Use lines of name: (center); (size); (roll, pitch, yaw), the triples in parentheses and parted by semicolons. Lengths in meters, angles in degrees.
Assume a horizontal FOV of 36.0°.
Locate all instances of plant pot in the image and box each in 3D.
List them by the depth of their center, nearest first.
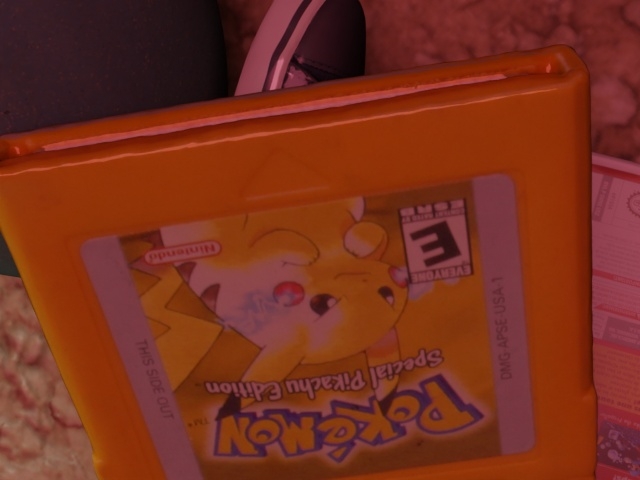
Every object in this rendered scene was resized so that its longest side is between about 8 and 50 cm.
plant pot: (-0.171, -0.087, 0.611); (0.290, 0.290, 0.195); (-31, 115, 12)

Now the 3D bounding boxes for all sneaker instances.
sneaker: (0.000, 0.000, 0.628); (0.128, 0.126, 0.321); (19, 107, 17)

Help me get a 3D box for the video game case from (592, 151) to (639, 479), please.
video game case: (0.163, 0.087, 0.641); (0.204, 0.025, 0.285); (16, 95, 12)

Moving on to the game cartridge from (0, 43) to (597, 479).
game cartridge: (0.006, 0.070, 0.537); (0.286, 0.052, 0.323); (-9, 121, 5)
